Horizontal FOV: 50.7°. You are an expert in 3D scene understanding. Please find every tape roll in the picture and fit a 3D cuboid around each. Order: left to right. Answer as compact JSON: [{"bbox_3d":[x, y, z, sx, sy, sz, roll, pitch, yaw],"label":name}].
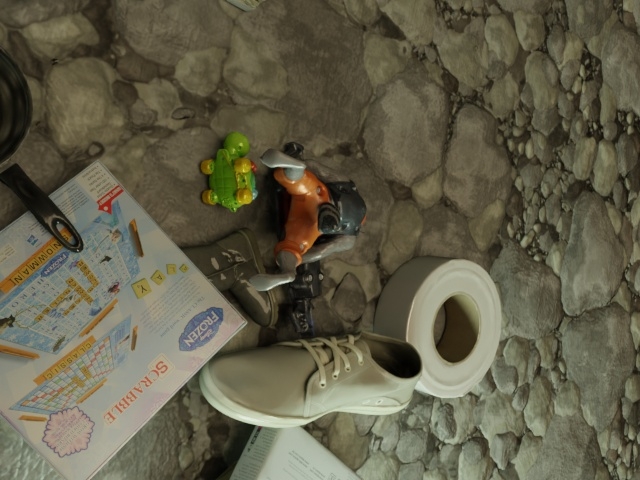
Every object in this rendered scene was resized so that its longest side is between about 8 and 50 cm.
[{"bbox_3d":[0.246,0.175,1.391,0.286,0.100,0.286,-3,94,-37],"label":"tape roll"}]

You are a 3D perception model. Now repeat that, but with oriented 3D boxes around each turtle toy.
[{"bbox_3d":[-0.140,-0.111,1.095,0.066,0.095,0.130,-11,101,-58],"label":"turtle toy"}]

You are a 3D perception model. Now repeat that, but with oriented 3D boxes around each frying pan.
[{"bbox_3d":[-0.419,-0.142,0.875,0.326,0.053,0.197,32,71,-25],"label":"frying pan"}]

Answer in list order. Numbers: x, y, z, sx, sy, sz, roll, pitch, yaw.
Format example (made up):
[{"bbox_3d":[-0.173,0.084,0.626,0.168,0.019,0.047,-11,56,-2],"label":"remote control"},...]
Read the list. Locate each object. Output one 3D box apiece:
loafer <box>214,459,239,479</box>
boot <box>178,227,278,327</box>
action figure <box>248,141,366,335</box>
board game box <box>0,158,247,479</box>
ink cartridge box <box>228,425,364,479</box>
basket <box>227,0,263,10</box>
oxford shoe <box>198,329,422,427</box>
[{"bbox_3d":[-0.162,0.420,1.122,0.148,0.056,0.050,-46,141,-25],"label":"loafer"},{"bbox_3d":[-0.182,0.084,1.079,0.208,0.076,0.190,-23,93,-40],"label":"boot"},{"bbox_3d":[0.000,0.000,1.111,0.330,0.178,0.341,-19,104,-68],"label":"action figure"},{"bbox_3d":[-0.320,0.108,0.922,0.318,0.066,0.318,-44,97,-26],"label":"board game box"},{"bbox_3d":[-0.063,0.508,1.149,0.324,0.071,0.330,52,56,-38],"label":"ink cartridge box"},{"bbox_3d":[-0.139,-0.455,1.055,0.167,0.103,0.113,20,80,-35],"label":"basket"},{"bbox_3d":[0.002,0.219,1.151,0.449,0.169,0.130,7,124,-37],"label":"oxford shoe"}]
